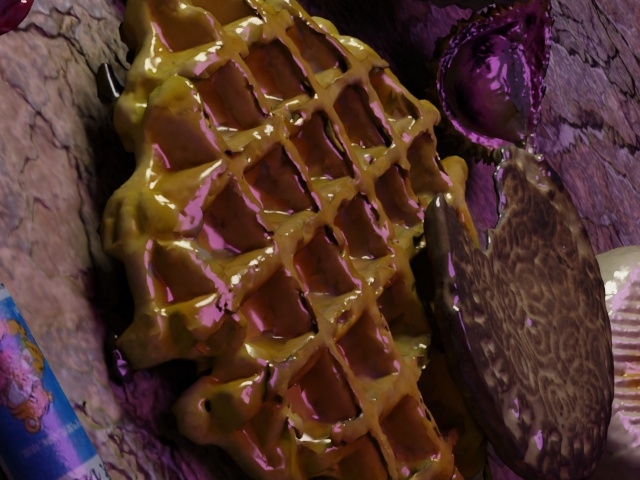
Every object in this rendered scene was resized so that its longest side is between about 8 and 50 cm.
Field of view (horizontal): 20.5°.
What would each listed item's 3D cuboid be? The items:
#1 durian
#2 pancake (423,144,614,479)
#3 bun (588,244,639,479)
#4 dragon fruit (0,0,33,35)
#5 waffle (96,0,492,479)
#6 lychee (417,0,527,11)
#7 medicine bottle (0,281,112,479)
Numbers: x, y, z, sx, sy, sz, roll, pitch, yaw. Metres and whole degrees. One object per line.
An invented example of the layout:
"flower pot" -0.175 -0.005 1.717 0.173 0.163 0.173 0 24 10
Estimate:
"durian" 0.136 -0.149 1.609 0.108 0.119 0.187 9 83 -23
"pancake" 0.151 0.046 1.303 0.286 0.033 0.288 41 40 -42
"bun" 0.274 0.129 1.515 0.244 0.153 0.244 12 64 -24
"dragon fruit" -0.263 -0.170 0.723 0.291 0.250 0.269 44 -2 19
"waffle" 0.000 0.000 1.200 0.379 0.095 0.382 24 52 -47
"lychee" 0.122 -0.395 1.525 0.432 0.380 0.380 30 36 -17
"medicine bottle" -0.141 0.116 0.917 0.191 0.051 0.051 61 27 -2
